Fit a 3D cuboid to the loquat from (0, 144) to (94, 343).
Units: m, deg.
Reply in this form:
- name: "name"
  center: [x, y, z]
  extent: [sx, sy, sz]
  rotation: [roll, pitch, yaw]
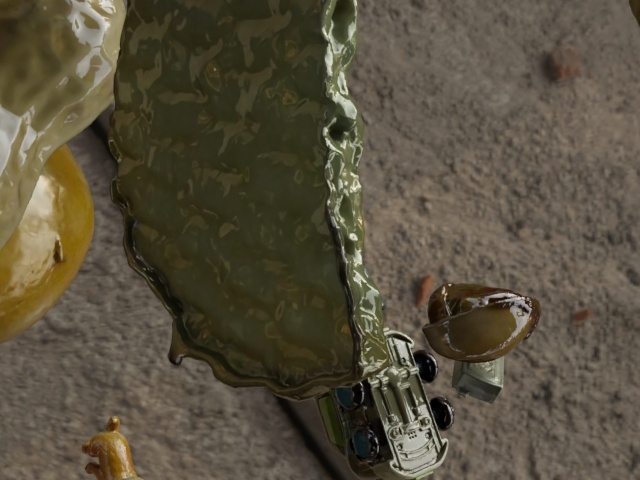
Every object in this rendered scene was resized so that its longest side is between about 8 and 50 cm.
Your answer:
- name: "loquat"
  center: [-0.415, -0.039, 1.040]
  extent: [0.328, 0.359, 0.328]
  rotation: [24, 45, -27]

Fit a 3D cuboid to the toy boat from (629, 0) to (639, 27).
- name: "toy boat"
  center: [0.316, -0.250, 0.684]
  extent: [0.068, 0.088, 0.226]
  rotation: [12, 116, -44]

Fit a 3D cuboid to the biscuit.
- name: "biscuit"
  center: [-0.047, -0.061, 0.443]
  extent: [0.036, 0.187, 0.273]
  rotation: [0, 84, -45]

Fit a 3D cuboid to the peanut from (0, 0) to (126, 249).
- name: "peanut"
  center: [-0.246, -0.070, 0.631]
  extent: [0.120, 0.136, 0.298]
  rotation: [47, 65, -40]

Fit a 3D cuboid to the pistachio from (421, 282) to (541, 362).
- name: "pistachio"
  center: [0.247, 0.124, 1.393]
  extent: [0.210, 0.165, 0.130]
  rotation: [4, 59, -27]

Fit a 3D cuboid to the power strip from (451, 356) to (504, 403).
- name: "power strip"
  center: [0.259, 0.195, 1.488]
  extent: [0.075, 0.042, 0.175]
  rotation: [22, 30, -1]

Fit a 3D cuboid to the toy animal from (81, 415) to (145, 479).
- name: "toy animal"
  center: [-0.180, 0.213, 0.846]
  extent: [0.060, 0.083, 0.081]
  rotation: [12, 98, -44]

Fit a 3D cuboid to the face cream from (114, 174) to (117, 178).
- name: "face cream"
  center: [-0.140, -0.067, 1.216]
  extent: [0.187, 0.201, 0.201]
  rotation: [-43, 108, -14]

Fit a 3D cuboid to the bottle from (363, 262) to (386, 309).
- name: "bottle"
  center: [0.000, 0.000, 1.414]
  extent: [0.082, 0.082, 0.286]
  rotation: [-25, 82, -30]

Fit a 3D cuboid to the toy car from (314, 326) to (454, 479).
- name: "toy car"
  center: [0.085, 0.289, 1.542]
  extent: [0.204, 0.198, 0.247]
  rotation: [-10, 77, -41]
